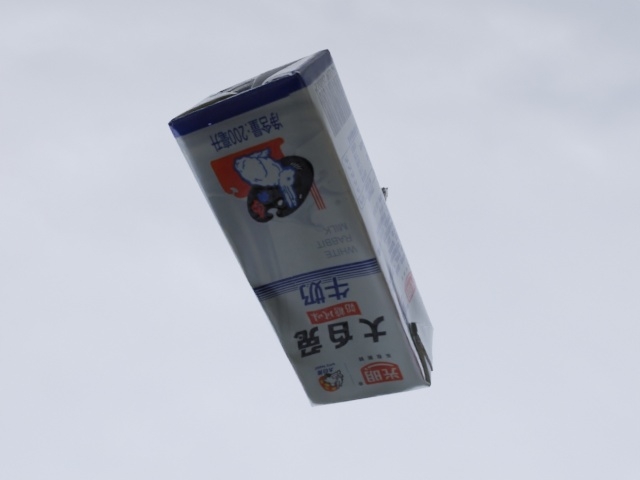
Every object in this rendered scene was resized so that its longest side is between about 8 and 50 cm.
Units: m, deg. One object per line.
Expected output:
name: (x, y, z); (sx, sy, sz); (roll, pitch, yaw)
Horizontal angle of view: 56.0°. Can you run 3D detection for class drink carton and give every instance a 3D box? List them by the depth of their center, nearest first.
drink carton: (0.000, 0.000, 0.561); (0.130, 0.315, 0.107); (-15, -156, 22)

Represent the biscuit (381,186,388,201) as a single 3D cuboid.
biscuit: (0.045, 0.011, 0.771); (0.040, 0.265, 0.188); (18, -107, 4)
